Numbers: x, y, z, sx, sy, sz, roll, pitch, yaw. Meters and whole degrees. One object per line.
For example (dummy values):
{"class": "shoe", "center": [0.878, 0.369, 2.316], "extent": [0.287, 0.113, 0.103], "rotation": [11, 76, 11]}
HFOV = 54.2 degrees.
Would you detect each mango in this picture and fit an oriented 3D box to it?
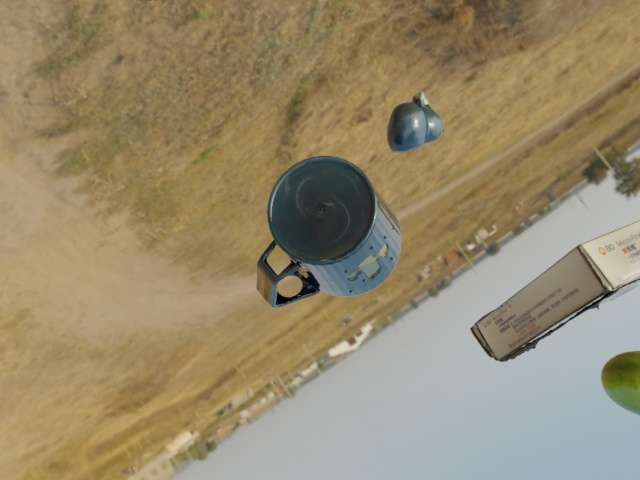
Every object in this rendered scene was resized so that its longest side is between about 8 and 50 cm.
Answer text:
{"class": "mango", "center": [0.583, 0.234, 0.949], "extent": [0.292, 0.143, 0.175], "rotation": [7, 180, 22]}

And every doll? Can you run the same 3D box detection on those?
{"class": "doll", "center": [0.114, -0.143, 0.766], "extent": [0.083, 0.050, 0.077], "rotation": [-20, 123, -43]}

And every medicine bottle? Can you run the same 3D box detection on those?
{"class": "medicine bottle", "center": [0.268, 0.040, 0.605], "extent": [0.201, 0.052, 0.171], "rotation": [-18, 158, -29]}

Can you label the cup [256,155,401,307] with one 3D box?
{"class": "cup", "center": [0.000, 0.000, 0.662], "extent": [0.176, 0.131, 0.155], "rotation": [-43, 163, -2]}
